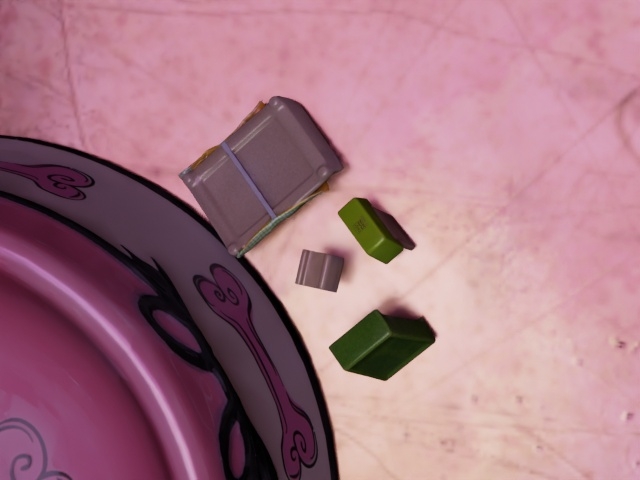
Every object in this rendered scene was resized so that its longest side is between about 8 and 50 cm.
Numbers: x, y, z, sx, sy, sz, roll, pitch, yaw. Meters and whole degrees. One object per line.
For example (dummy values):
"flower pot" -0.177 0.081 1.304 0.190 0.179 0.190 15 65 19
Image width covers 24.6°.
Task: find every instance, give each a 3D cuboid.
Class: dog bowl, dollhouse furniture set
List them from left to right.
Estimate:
"dog bowl" -0.200 0.147 0.749 0.408 0.150 0.407 0 93 7
"dollhouse furniture set" 0.000 0.000 0.780 0.076 0.058 0.151 -41 67 14
